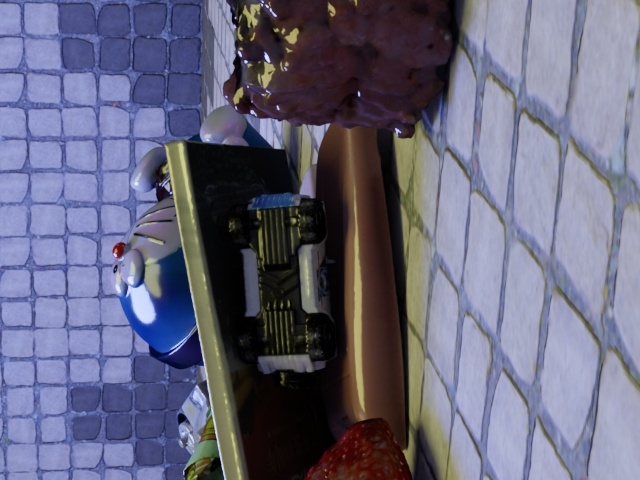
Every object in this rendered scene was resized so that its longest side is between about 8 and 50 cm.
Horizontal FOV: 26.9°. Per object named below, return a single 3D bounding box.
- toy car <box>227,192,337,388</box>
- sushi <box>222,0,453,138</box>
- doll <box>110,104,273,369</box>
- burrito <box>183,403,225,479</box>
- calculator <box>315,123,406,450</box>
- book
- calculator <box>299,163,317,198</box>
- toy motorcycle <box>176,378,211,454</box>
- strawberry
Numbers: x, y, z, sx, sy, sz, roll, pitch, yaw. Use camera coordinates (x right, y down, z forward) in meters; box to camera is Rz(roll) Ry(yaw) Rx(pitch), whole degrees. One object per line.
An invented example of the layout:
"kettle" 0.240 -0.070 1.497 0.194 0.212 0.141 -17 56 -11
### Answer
"toy car" -0.028 0.045 1.158 0.070 0.080 0.170 -6 -89 -72
"sushi" -0.003 -0.204 1.010 0.236 0.171 0.270 107 155 -61
"doll" -0.138 0.014 1.693 0.284 0.240 0.310 -42 28 43
"burrito" -0.063 0.169 1.293 0.288 0.054 0.104 -71 -37 -57
"calculator" 0.028 0.029 1.210 0.220 0.048 0.329 123 145 -75
"book" -0.052 0.092 1.254 0.262 0.028 0.374 -7 -94 -73
"calculator" 0.000 0.000 1.422 0.100 0.032 0.175 108 159 -60
"toy motorcycle" -0.102 0.280 1.737 0.223 0.108 0.340 61 155 11
"strawberry" 0.024 0.218 1.033 0.131 0.131 0.148 163 98 -80
